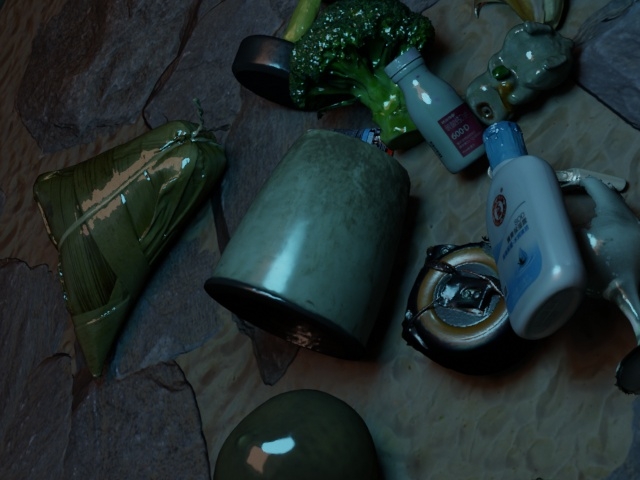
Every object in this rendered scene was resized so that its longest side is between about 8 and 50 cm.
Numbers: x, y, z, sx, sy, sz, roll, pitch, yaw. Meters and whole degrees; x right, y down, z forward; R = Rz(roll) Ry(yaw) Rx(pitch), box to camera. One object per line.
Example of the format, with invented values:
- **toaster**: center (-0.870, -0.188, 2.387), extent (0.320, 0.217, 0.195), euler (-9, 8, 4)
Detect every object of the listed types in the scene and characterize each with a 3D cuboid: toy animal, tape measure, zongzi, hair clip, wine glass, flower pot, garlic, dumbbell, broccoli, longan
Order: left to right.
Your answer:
- **zongzi**: center (-0.330, 0.000, 2.201), extent (0.500, 0.218, 0.466), euler (-22, 79, 19)
- **longan**: center (-0.036, 0.355, 1.625), extent (0.258, 0.258, 0.258), euler (-21, 55, 34)
- **dumbbell**: center (-0.033, -0.445, 2.097), extent (0.204, 0.204, 0.322), euler (10, 76, 45)
- **flower pot**: center (0.000, 0.000, 1.773), extent (0.294, 0.294, 0.330), euler (10, 71, 45)
- **broccoli**: center (0.082, -0.306, 1.888), extent (0.298, 0.298, 0.297), euler (-32, 71, 27)
- **tape measure**: center (0.234, 0.101, 1.601), extent (0.223, 0.135, 0.202), euler (4, 62, 38)
- **toy animal**: center (0.309, -0.258, 1.759), extent (0.251, 0.127, 0.125), euler (-39, 37, 45)
- **garlic**: center (0.351, -0.449, 1.824), extent (0.115, 0.128, 0.207), euler (-36, 35, -9)
- **hair clip**: center (0.365, -0.098, 1.635), extent (0.226, 0.072, 0.034), euler (5, 75, 43)
- **wine glass**: center (0.418, 0.057, 1.459), extent (0.143, 0.143, 0.321), euler (-39, 46, 21)

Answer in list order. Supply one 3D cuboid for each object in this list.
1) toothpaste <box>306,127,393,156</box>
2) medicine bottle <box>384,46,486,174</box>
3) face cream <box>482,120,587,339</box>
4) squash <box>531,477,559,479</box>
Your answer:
- **toothpaste**: center (0.060, -0.185, 1.986), extent (0.194, 0.045, 0.071), euler (5, 73, 31)
- **medicine bottle**: center (0.197, -0.221, 1.761), extent (0.090, 0.090, 0.216), euler (-36, 90, 24)
- **face cream**: center (0.294, -0.033, 1.496), extent (0.163, 0.080, 0.336), euler (114, 155, -49)
- **squash**: center (0.286, 0.454, 1.449), extent (0.204, 0.155, 0.236), euler (109, 151, -47)
